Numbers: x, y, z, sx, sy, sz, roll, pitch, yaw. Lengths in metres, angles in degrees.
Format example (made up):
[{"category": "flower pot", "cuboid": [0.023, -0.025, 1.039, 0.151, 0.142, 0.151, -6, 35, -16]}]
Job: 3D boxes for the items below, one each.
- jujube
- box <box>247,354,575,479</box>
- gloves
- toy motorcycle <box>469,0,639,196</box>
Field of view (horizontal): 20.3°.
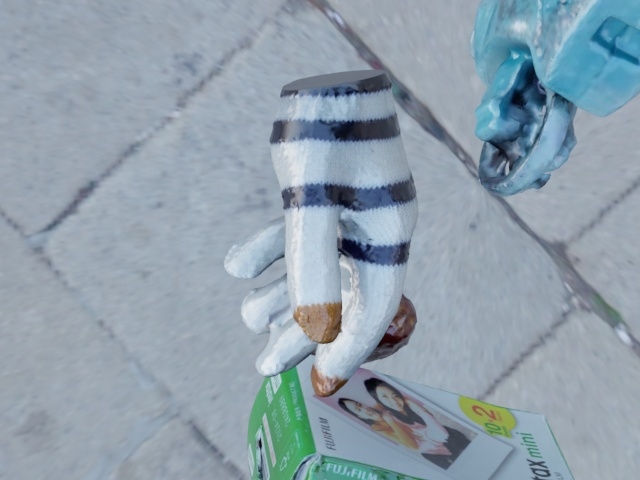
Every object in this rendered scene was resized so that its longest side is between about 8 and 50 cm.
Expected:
[{"category": "jujube", "cuboid": [0.022, 0.072, 1.474, 0.129, 0.077, 0.077, -18, 90, 42]}, {"category": "box", "cuboid": [0.074, 0.186, 1.380, 0.250, 0.180, 0.103, 13, 113, -15]}, {"category": "gloves", "cuboid": [0.012, -0.003, 1.255, 0.131, 0.140, 0.219, -12, 101, -22]}, {"category": "toy motorcycle", "cuboid": [0.170, -0.161, 1.065, 0.154, 0.206, 0.260, 24, 128, -21]}]
